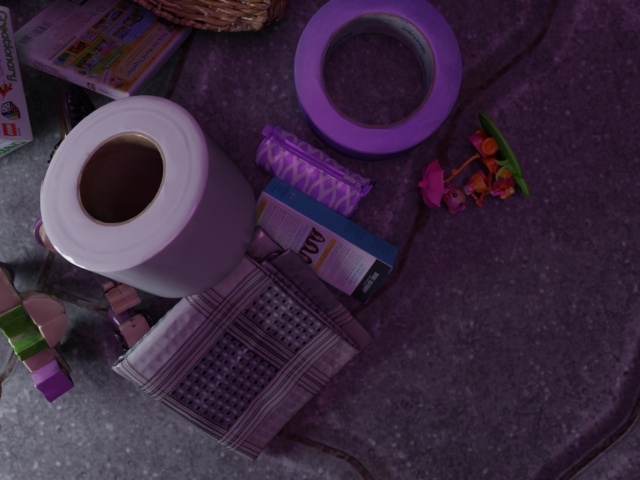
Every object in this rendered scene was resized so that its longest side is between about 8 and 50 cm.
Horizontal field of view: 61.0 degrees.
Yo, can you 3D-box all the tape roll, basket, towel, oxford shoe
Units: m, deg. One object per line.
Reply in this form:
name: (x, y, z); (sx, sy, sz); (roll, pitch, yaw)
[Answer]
tape roll: (-0.232, -0.054, 0.764); (0.246, 0.169, 0.246); (-4, 72, 13)
basket: (-0.185, -0.482, 0.914); (0.299, 0.223, 0.214); (18, 122, -1)
towel: (-0.106, 0.180, 0.885); (0.324, 0.056, 0.312); (-45, 114, -1)
tape roll: (0.093, -0.277, 0.922); (0.274, 0.090, 0.275); (0, 91, -1)
oxford shoe: (-0.401, -0.141, 0.878); (0.096, 0.083, 0.227); (8, 124, 5)

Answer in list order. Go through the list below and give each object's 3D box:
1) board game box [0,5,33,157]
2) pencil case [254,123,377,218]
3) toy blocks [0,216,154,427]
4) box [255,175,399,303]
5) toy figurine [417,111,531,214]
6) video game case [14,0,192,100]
board game box: (-0.556, -0.214, 0.844); (0.305, 0.053, 0.193); (-9, 91, 38)
pencil case: (-0.012, -0.115, 0.921); (0.206, 0.088, 0.086); (28, 76, 0)
toy blocks: (-0.485, 0.092, 0.874); (0.308, 0.260, 0.289); (-31, 121, -24)
box: (0.000, 0.000, 0.914); (0.244, 0.060, 0.101); (31, 128, -1)
toy figurine: (0.250, -0.104, 0.932); (0.159, 0.130, 0.173); (-32, 116, 13)
video game case: (-0.350, -0.328, 0.881); (0.206, 0.026, 0.227); (21, 51, -1)
